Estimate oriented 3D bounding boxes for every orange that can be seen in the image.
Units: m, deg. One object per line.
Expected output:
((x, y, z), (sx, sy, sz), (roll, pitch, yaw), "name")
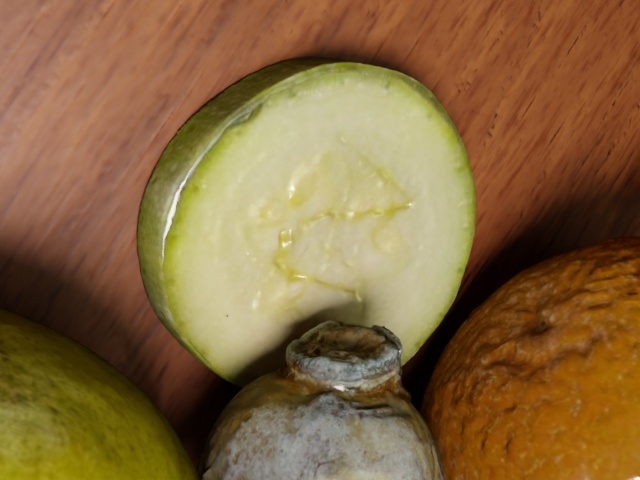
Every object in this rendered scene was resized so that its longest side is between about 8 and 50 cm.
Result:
((0.243, 0.177, 0.644), (0.322, 0.322, 0.357), (-45, 123, -11), "orange")

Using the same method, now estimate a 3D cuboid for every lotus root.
((0.002, 0.234, 0.562), (0.175, 0.175, 0.349), (-9, 99, -27), "lotus root")

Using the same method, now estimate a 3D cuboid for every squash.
((0.000, 0.000, 0.608), (0.252, 0.049, 0.252), (-9, 109, -27), "squash")

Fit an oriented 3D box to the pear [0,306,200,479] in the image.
((-0.196, 0.148, 0.424), (0.307, 0.253, 0.253), (45, 80, -16), "pear")
